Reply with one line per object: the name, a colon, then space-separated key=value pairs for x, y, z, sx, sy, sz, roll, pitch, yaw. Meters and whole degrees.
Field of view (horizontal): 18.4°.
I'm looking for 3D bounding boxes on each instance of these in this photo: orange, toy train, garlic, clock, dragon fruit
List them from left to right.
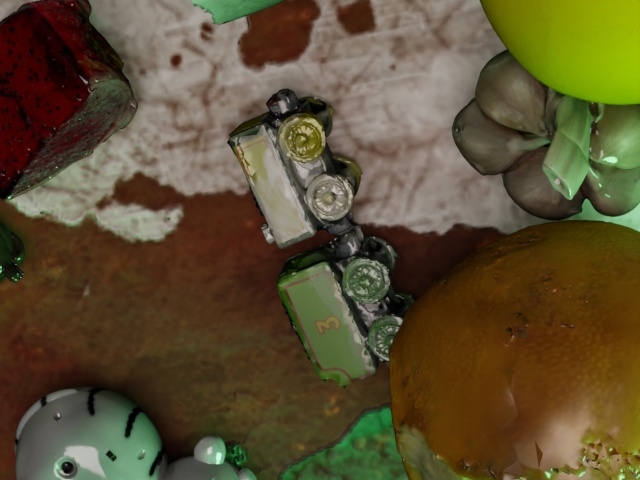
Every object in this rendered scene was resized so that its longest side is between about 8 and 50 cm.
dragon fruit: x=-0.172 y=-0.102 z=1.267 sx=0.147 sy=0.096 sz=0.102 roll=-32 pitch=91 yaw=41
clock: x=-0.119 y=0.161 z=1.326 sx=0.117 sy=0.080 sz=0.176 roll=-41 pitch=99 yaw=12
toy train: x=0.000 y=0.000 z=1.291 sx=0.081 sy=0.060 sz=0.202 roll=-22 pitch=100 yaw=14
orange: x=0.153 y=0.105 z=1.217 sx=0.240 sy=0.240 sz=0.240 roll=1 pitch=104 yaw=3
garlic: x=0.153 y=-0.062 z=1.208 sx=0.131 sy=0.194 sz=0.127 roll=21 pitch=114 yaw=-8

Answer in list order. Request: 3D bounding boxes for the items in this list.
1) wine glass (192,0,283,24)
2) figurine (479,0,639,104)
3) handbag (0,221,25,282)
wine glass: x=-0.002 y=-0.292 z=1.136 sx=0.323 sy=0.238 sz=0.238 roll=-41 pitch=99 yaw=6
figurine: x=0.244 y=-0.210 z=1.098 sx=0.344 sy=0.187 sz=0.215 roll=-26 pitch=131 yaw=1
handbag: x=-0.248 y=0.003 z=1.311 sx=0.111 sy=0.047 sz=0.072 roll=13 pitch=105 yaw=2
